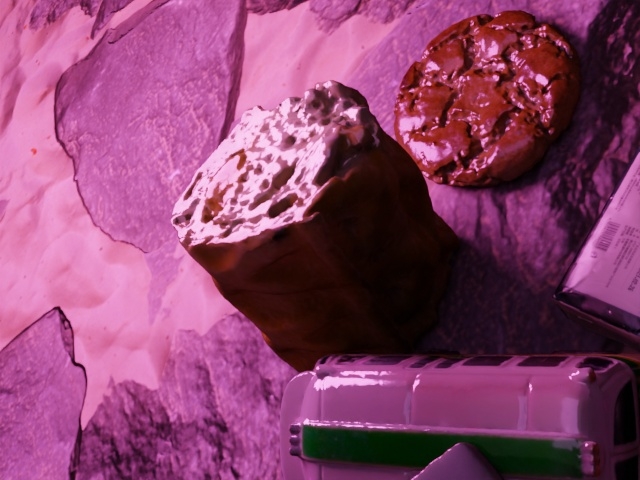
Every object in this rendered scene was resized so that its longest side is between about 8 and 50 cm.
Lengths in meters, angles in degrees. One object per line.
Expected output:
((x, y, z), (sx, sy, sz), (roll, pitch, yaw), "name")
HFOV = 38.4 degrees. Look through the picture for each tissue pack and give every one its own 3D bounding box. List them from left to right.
((0.290, 0.007, 0.801), (0.103, 0.090, 0.170), (27, 85, 41), "tissue pack")

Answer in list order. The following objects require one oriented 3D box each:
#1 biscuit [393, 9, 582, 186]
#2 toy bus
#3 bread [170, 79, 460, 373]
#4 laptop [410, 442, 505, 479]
((0.176, -0.158, 0.999), (0.226, 0.042, 0.225), (-17, 57, 27), "biscuit")
((0.115, 0.163, 0.756), (0.306, 0.179, 0.143), (-4, 85, 33), "toy bus")
((0.005, -0.002, 0.904), (0.196, 0.252, 0.238), (22, 75, 44), "bread")
((0.109, 0.290, 0.599), (0.188, 0.015, 0.269), (-39, 65, 0), "laptop")
